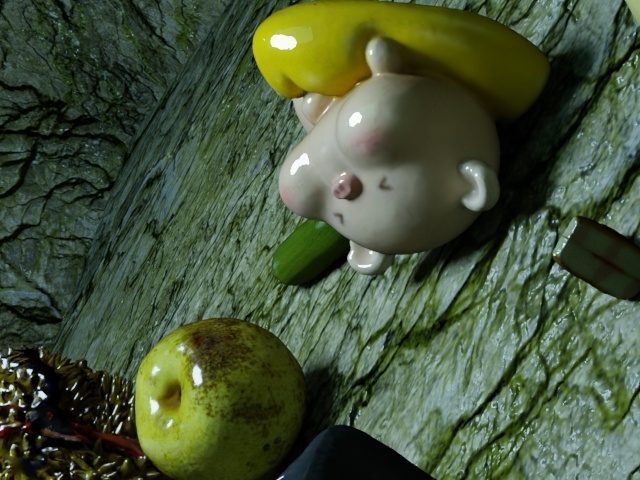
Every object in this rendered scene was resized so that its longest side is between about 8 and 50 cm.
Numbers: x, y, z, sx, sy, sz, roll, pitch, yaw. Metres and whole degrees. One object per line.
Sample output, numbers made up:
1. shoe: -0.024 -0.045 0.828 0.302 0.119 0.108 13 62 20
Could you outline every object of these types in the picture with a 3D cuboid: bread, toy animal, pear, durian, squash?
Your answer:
1. bread: 0.215 0.016 0.859 0.043 0.062 0.109 -57 -23 10
2. toy animal: 0.044 -0.096 1.174 0.345 0.277 0.247 -13 66 63
3. pear: -0.106 0.185 1.304 0.197 0.197 0.197 -52 21 29
4. durian: -0.352 0.316 1.528 0.347 0.347 0.384 -48 23 38
5. squash: 0.000 0.000 1.445 0.258 0.069 0.069 -41 28 49

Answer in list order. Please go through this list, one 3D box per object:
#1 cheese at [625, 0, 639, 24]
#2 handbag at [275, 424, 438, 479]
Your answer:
1. cheese: 0.320 -0.217 0.773 0.259 0.128 0.316 -49 24 32
2. handbag: 0.042 0.255 0.678 0.181 0.254 0.181 -55 4 27
